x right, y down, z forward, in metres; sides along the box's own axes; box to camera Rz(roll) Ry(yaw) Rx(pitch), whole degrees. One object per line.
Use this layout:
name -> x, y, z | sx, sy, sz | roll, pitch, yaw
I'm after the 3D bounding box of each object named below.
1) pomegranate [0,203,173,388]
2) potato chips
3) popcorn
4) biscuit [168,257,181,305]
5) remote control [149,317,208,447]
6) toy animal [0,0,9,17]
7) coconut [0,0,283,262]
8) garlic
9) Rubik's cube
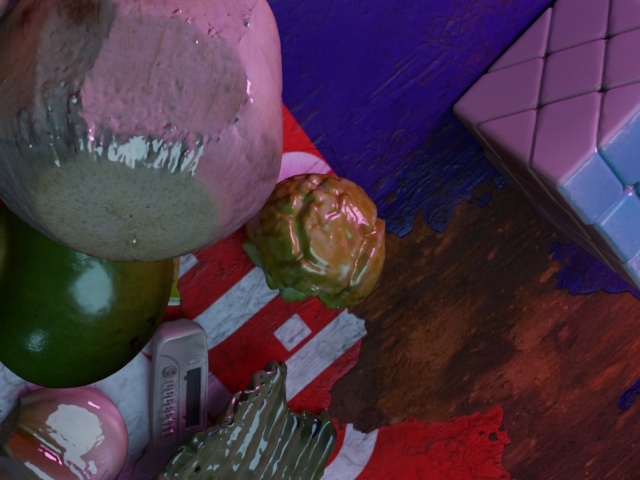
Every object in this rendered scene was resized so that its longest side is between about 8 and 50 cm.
pomegranate -> -0.360, 0.055, 1.841 | 0.358, 0.216, 0.310 | 18, 109, -34
potato chips -> -0.156, 0.378, 2.194 | 0.389, 0.097, 0.373 | -42, 143, -6
popcorn -> 0.000, 0.000, 2.035 | 0.221, 0.183, 0.204 | 39, 63, -35
biscuit -> -0.216, -0.035, 1.992 | 0.048, 0.026, 0.292 | 3, 115, -9
remote control -> -0.220, 0.221, 2.107 | 0.090, 0.049, 0.230 | -13, 129, -24
toy animal -> -0.506, -0.333, 1.570 | 0.345, 0.277, 0.247 | 24, 85, -4
coconut -> -0.234, -0.178, 1.684 | 0.415, 0.415, 0.345 | 5, 139, -31
garlic -> -0.382, 0.325, 2.044 | 0.228, 0.110, 0.217 | 36, 92, -37
Rubik's cube -> 0.459, -0.167, 2.109 | 0.322, 0.319, 0.316 | -45, 129, 0
